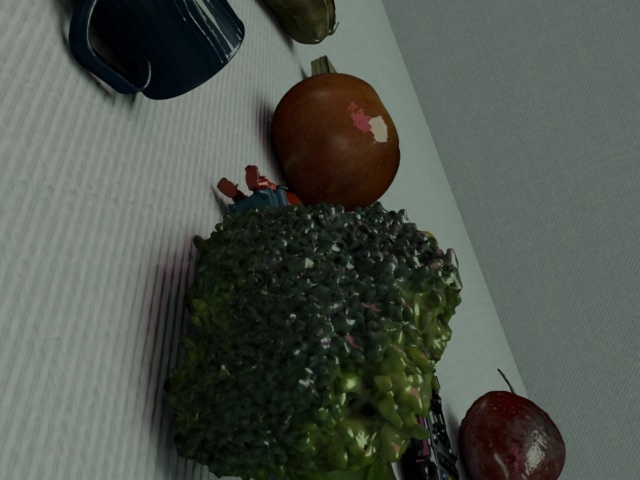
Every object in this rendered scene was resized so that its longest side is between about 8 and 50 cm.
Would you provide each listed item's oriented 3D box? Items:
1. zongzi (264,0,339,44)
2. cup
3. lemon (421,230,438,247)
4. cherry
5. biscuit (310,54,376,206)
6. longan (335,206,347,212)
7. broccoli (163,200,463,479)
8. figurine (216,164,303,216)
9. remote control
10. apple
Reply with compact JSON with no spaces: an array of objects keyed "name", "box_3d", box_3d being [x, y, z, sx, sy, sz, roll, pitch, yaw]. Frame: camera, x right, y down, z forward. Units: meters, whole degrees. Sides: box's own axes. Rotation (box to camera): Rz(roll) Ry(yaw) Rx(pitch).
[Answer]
[{"name":"zongzi","box_3d":[-0.054,-0.383,1.513,0.197,0.099,0.194,-56,140,-41]},{"name":"cup","box_3d":[-0.148,-0.203,0.817,0.138,0.114,0.150,55,18,-39]},{"name":"lemon","box_3d":[0.211,0.012,1.942,0.092,0.065,0.065,10,60,-76]},{"name":"cherry","box_3d":[0.336,0.373,1.665,0.192,0.175,0.249,56,18,-12]},{"name":"biscuit","box_3d":[0.035,-0.177,1.587,0.150,0.052,0.252,55,21,-55]},{"name":"longan","box_3d":[0.000,0.000,1.121,0.119,0.106,0.106,47,14,3]},{"name":"broccoli","box_3d":[0.010,0.156,0.793,0.353,0.275,0.396,9,80,-54]},{"name":"figurine","box_3d":[-0.052,-0.029,1.014,0.140,0.068,0.075,25,43,-67]},{"name":"remote control","box_3d":[0.134,0.233,1.344,0.144,0.062,0.398,48,27,-53]},{"name":"apple","box_3d":[0.028,-0.131,1.267,0.201,0.162,0.201,58,19,-32]}]
